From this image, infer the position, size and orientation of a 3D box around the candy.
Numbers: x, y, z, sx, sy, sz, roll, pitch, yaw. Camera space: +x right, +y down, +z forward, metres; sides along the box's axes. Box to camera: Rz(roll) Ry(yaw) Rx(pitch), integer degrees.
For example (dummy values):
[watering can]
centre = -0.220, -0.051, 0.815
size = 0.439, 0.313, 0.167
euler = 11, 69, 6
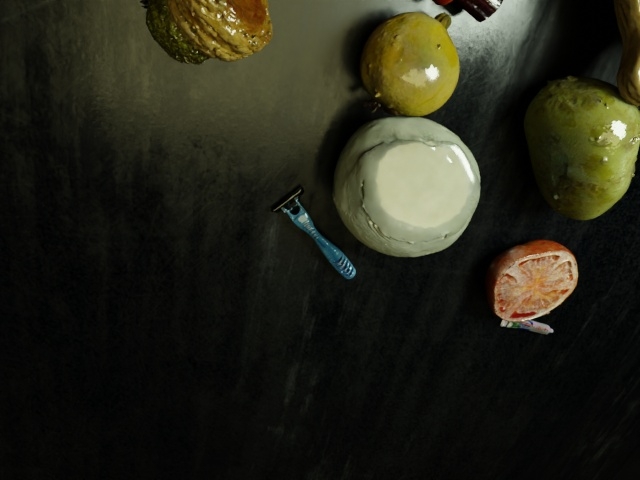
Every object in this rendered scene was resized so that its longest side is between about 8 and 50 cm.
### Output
[candy]
centre = 0.165, -0.102, 0.874
size = 0.296, 0.185, 0.295
euler = 1, 111, 3

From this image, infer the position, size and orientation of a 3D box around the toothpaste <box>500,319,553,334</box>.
[toothpaste]
centre = 0.579, 0.236, 1.253
size = 0.170, 0.028, 0.045
euler = 15, 109, -16

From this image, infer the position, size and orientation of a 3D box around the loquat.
[loquat]
centre = 0.157, -0.305, 0.771
size = 0.172, 0.149, 0.204
euler = 33, 88, -8

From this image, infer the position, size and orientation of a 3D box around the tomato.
[tomato]
centre = 0.507, 0.090, 1.113
size = 0.237, 0.095, 0.236
euler = -6, 125, -9

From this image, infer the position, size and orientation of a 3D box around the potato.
[potato]
centre = 0.523, -0.177, 0.897
size = 0.173, 0.210, 0.307
euler = -38, 127, -17

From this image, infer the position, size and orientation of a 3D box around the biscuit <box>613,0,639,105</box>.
[biscuit]
centre = 0.591, -0.465, 0.752
size = 0.368, 0.076, 0.394
euler = -32, 103, -10

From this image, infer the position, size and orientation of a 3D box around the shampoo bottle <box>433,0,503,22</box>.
[shampoo bottle]
centre = 0.182, -0.455, 0.713
size = 0.278, 0.104, 0.104
euler = 27, 111, -24

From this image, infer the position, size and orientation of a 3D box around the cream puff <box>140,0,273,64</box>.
[cream puff]
centre = -0.186, -0.351, 0.680
size = 0.169, 0.183, 0.183
euler = -14, 126, 26

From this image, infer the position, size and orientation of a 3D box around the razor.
[razor]
centre = 0.000, 0.000, 0.980
size = 0.082, 0.042, 0.253
euler = -35, 122, 8
